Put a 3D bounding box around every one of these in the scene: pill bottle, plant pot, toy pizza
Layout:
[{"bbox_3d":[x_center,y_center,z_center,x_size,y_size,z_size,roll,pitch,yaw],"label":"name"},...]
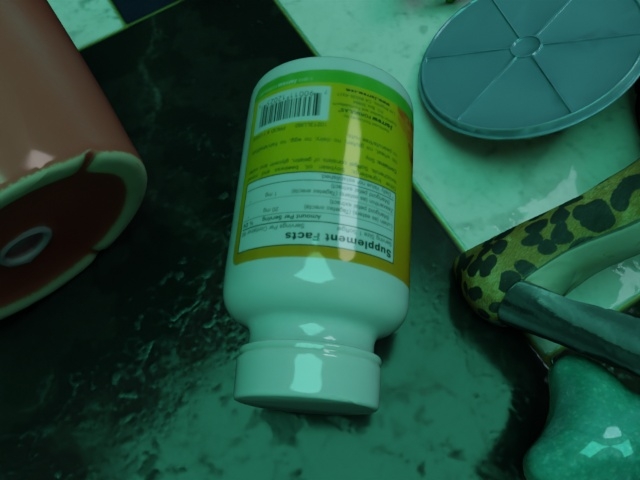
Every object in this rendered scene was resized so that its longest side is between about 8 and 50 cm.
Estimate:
[{"bbox_3d":[0.000,0.000,0.452,0.136,0.136,0.246,3,68,4],"label":"pill bottle"},{"bbox_3d":[-0.283,-0.082,0.443,0.275,0.275,0.243,-40,83,-13],"label":"plant pot"},{"bbox_3d":[0.189,-0.165,0.540,0.201,0.032,0.201,-14,53,20],"label":"toy pizza"}]

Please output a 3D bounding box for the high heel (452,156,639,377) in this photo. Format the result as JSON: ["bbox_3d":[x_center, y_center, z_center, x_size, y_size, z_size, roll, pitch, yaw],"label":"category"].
[{"bbox_3d":[0.208,-0.045,0.437,0.186,0.093,0.261,22,81,53],"label":"high heel"}]

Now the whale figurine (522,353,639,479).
[{"bbox_3d":[0.267,0.143,0.342,0.271,0.141,0.216,22,54,20],"label":"whale figurine"}]

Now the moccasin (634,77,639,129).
[{"bbox_3d":[0.363,-0.193,0.525,0.146,0.139,0.380,7,59,15],"label":"moccasin"}]

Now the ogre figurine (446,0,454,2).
[{"bbox_3d":[0.176,-0.313,0.595,0.196,0.097,0.118,-8,79,12],"label":"ogre figurine"}]
